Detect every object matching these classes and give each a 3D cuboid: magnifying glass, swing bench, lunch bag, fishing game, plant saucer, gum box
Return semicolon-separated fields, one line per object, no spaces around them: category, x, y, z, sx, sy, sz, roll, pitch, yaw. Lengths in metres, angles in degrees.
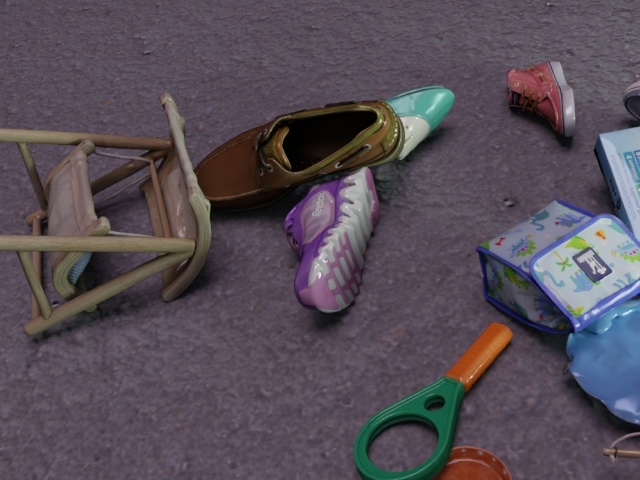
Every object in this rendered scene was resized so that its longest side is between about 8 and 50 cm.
magnifying glass;0.122;0.163;0.813;0.092;0.026;0.231;14;46;43
swing bench;-0.278;-0.042;1.047;0.255;0.165;0.253;-13;40;-9
lunch bag;0.264;0.032;0.862;0.129;0.096;0.151;-29;35;-17
fishing game;0.338;0.124;0.797;0.189;0.041;0.264;0;35;14
plant saucer;0.136;0.230;0.747;0.083;0.013;0.083;-6;42;6
gum box;0.436;-0.069;0.943;0.184;0.041;0.157;-10;62;4

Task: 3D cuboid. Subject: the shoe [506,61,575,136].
shoe;0.311;-0.198;1.146;0.081;0.063;0.178;-6;36;10

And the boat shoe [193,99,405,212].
boat shoe;-0.047;-0.120;1.055;0.307;0.104;0.110;-19;80;17

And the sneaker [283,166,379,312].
sneaker;0.000;0.000;0.986;0.104;0.095;0.236;-2;37;19

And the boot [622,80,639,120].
boot;0.466;-0.144;1.037;0.190;0.069;0.086;28;60;34

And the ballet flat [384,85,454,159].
ballet flat;0.078;-0.143;1.134;0.247;0.083;0.087;-16;55;2
